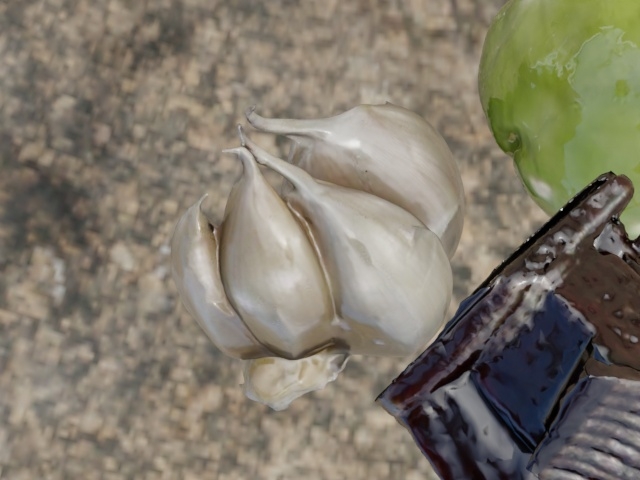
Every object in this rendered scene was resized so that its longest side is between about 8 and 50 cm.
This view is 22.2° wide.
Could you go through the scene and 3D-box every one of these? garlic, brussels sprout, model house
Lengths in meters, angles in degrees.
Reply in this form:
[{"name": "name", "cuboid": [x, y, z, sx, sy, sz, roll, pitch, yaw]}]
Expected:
[{"name": "garlic", "cuboid": [0.000, 0.000, 1.320, 0.237, 0.210, 0.292, 5, 142, -3]}, {"name": "brussels sprout", "cuboid": [0.282, -0.107, 1.261, 0.317, 0.273, 0.242, 4, 129, -2]}, {"name": "model house", "cuboid": [0.134, 0.091, 0.901, 0.164, 0.141, 0.203, 48, 126, 10]}]
